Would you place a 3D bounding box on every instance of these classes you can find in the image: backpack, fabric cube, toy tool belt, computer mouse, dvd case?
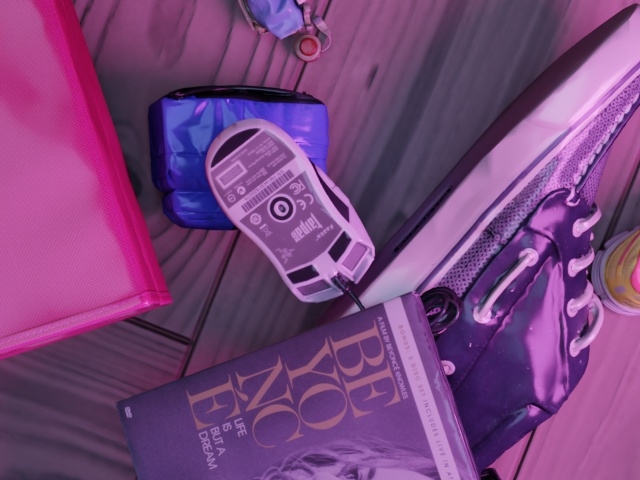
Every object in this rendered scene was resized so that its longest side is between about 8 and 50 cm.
[{"bbox_3d":[-0.054,-0.058,1.388,0.120,0.098,0.101,-4,95,-13],"label":"backpack"},{"bbox_3d":[-0.256,-0.042,1.258,0.254,0.259,0.258,-19,89,-2],"label":"fabric cube"},{"bbox_3d":[-0.026,-0.163,1.406,0.052,0.051,0.083,-32,91,0],"label":"toy tool belt"},{"bbox_3d":[0.000,0.000,1.324,0.106,0.042,0.193,-35,91,16],"label":"computer mouse"},{"bbox_3d":[-0.013,0.147,1.297,0.221,0.018,0.164,-21,77,15],"label":"dvd case"}]

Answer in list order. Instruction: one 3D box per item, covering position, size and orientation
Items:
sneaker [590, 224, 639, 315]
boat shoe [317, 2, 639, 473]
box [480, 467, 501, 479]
[{"bbox_3d":[0.292,-0.007,1.392,0.208,0.094,0.081,-32,90,-2],"label":"sneaker"},{"bbox_3d":[0.152,0.007,1.385,0.158,0.127,0.340,42,99,-5],"label":"boat shoe"},{"bbox_3d":[0.086,0.302,1.370,0.163,0.142,0.247,-17,91,-1],"label":"box"}]
